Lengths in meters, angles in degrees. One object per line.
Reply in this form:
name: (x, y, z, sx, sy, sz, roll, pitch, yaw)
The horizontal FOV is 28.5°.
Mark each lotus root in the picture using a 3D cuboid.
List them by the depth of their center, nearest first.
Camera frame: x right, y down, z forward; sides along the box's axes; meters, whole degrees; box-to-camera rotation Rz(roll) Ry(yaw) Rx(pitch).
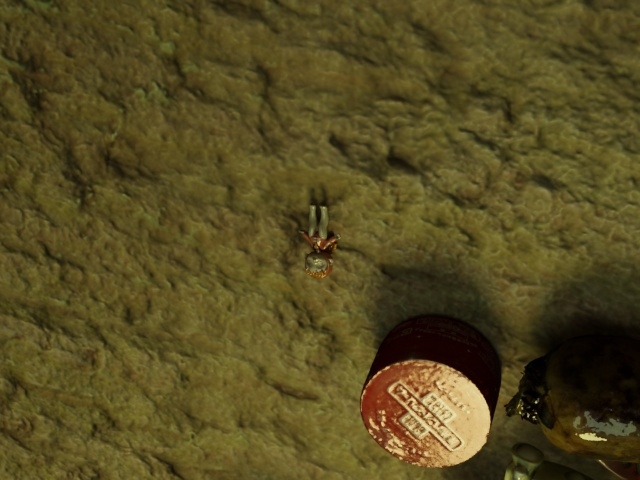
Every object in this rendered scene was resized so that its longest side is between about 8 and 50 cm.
lotus root: (0.406, 0.211, 1.680, 0.314, 0.169, 0.141, 6, 152, 9)

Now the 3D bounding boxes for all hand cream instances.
hand cream: (0.158, 0.213, 1.786, 0.193, 0.125, 0.193, 8, 120, 15)
hand cream: (0.428, 0.309, 1.810, 0.216, 0.038, 0.052, 37, 95, 0)

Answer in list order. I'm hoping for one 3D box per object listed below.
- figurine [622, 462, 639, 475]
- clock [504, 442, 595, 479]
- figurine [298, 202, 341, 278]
figurine: (0.492, 0.305, 1.740, 0.154, 0.132, 0.132, 16, 122, 20)
clock: (0.312, 0.439, 1.730, 0.276, 0.120, 0.379, 42, 112, 9)
figurine: (0.000, 0.000, 1.765, 0.064, 0.047, 0.109, 8, 112, 22)
